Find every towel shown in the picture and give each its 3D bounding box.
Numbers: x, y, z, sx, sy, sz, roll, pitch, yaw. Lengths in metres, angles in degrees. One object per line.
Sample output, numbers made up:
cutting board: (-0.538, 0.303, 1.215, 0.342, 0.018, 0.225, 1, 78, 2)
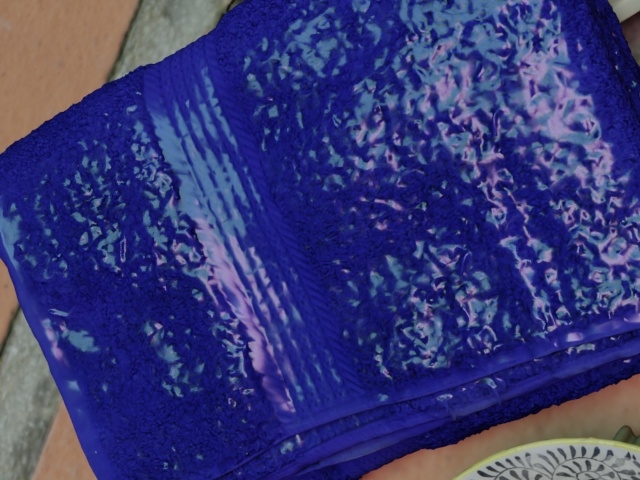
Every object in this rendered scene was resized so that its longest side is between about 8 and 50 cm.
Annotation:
towel: (0.000, 0.000, 0.447, 0.308, 0.076, 0.228, -26, 91, 22)

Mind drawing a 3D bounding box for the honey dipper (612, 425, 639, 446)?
honey dipper: (0.188, 0.116, 0.385, 0.160, 0.030, 0.031, 21, 88, 27)

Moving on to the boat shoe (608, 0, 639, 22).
boat shoe: (0.147, -0.180, 0.446, 0.305, 0.091, 0.109, -32, 107, 24)

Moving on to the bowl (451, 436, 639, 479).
bowl: (0.111, 0.163, 0.382, 0.170, 0.080, 0.170, -9, 72, 28)
